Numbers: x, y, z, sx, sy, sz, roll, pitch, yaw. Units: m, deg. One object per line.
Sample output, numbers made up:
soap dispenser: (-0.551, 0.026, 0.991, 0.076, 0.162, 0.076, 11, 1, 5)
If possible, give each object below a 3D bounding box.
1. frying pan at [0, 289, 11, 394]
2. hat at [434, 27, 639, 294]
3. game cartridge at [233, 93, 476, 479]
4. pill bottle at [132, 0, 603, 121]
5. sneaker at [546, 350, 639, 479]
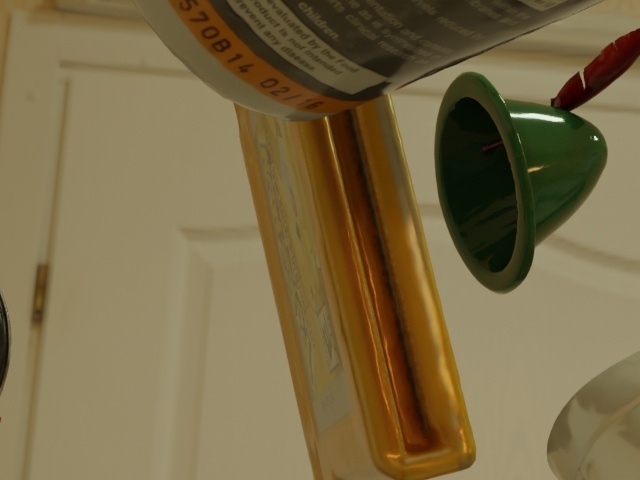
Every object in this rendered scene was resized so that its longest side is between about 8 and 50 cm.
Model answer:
frying pan: (-0.286, 0.027, 0.977, 0.197, 0.326, 0.053, 35, -5, 13)
hat: (0.207, -0.067, 1.043, 0.183, 0.173, 0.208, -13, -21, -15)
game cartridge: (0.000, 0.000, 0.760, 0.053, 0.285, 0.323, -11, -10, -10)
pill bottle: (0.069, -0.153, 0.427, 0.278, 0.162, 0.162, -18, -24, 37)
sneaker: (0.251, 0.062, 0.575, 0.290, 0.123, 0.106, -32, -46, -6)
